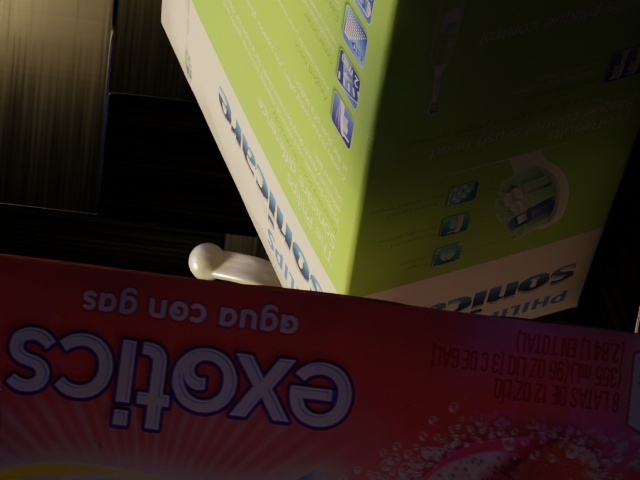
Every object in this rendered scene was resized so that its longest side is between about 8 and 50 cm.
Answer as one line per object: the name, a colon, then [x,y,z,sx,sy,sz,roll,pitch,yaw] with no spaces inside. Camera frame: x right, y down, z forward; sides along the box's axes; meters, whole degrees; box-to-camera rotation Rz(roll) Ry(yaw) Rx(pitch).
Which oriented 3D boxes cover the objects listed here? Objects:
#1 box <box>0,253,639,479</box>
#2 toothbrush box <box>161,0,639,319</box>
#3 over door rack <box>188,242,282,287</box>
box: [-0.046,0.085,0.583,0.154,0.300,0.142,117,160,-84]
toothbrush box: [0.029,-0.117,0.709,0.283,0.122,0.206,100,150,-52]
over door rack: [0.000,0.000,1.076,0.239,0.108,0.324,-59,-14,-25]
